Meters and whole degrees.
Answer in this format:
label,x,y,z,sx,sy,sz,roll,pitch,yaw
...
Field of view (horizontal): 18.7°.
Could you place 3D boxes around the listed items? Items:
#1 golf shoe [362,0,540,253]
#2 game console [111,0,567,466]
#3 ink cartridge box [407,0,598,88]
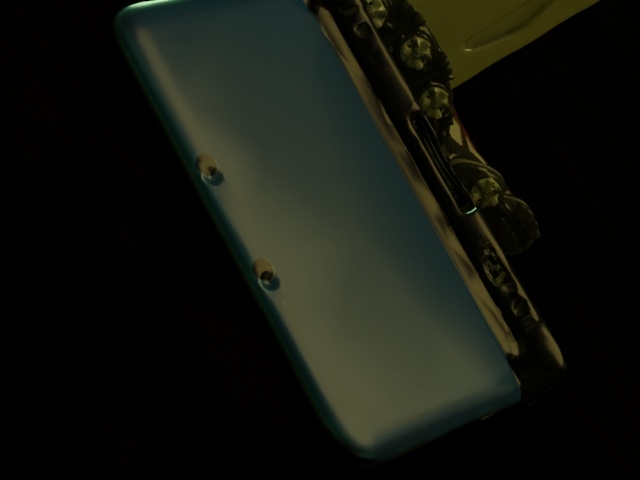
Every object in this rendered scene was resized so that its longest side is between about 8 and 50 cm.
label,x,y,z,sx,sy,sz,roll,pitch,yaw
golf shoe,0.053,-0.084,1.415,0.273,0.105,0.120,58,-2,-28
game console,0.000,0.000,1.171,0.293,0.173,0.250,62,-16,11
ink cartridge box,0.064,-0.339,1.543,0.166,0.285,0.395,33,28,-58
